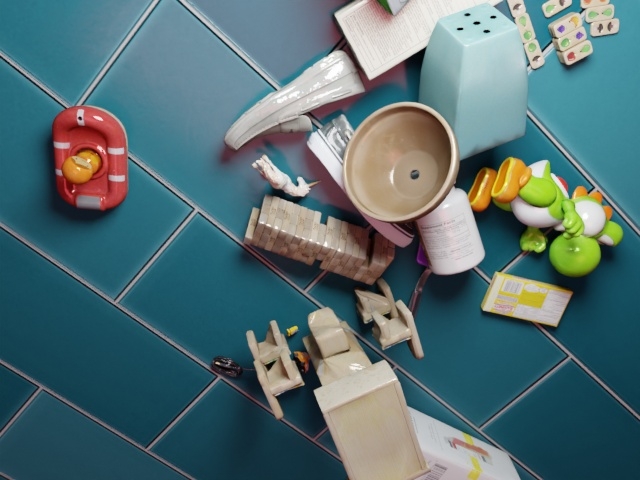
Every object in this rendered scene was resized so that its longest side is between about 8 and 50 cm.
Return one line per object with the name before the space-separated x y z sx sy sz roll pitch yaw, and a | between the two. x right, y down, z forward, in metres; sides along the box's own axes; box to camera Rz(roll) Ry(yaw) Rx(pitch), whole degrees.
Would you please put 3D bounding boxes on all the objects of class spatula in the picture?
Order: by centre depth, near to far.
spatula | 0.251 0.110 1.384 0.084 0.030 0.297 12 112 -10

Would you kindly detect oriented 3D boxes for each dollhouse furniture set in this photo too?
dollhouse furniture set | 0.066 0.326 1.252 0.361 0.394 0.257 -22 113 -6

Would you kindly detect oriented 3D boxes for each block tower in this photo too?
block tower | 0.000 0.000 1.279 0.335 0.091 0.097 18 141 -9

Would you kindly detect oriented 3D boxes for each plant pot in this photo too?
plant pot | 0.290 -0.311 1.073 0.165 0.166 0.234 -22 140 -6
plant pot | 0.171 -0.145 1.117 0.237 0.237 0.109 -48 151 16

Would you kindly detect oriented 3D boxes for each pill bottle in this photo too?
pill bottle | 0.276 -0.050 1.260 0.131 0.131 0.229 -20 105 6

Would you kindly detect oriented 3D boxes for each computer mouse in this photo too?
computer mouse | -0.165 0.343 1.448 0.241 0.041 0.071 8 121 2

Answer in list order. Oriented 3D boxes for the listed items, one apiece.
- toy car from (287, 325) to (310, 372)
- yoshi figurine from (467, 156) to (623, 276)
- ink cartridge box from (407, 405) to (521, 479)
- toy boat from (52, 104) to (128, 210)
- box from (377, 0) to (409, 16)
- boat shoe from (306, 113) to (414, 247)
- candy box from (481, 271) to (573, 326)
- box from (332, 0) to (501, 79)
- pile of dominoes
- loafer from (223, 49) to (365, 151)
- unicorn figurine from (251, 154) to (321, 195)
toy car | -0.048 0.277 1.432 0.040 0.060 0.122 -24 123 -26
yoshi figurine | 0.515 -0.031 1.262 0.362 0.204 0.203 23 126 -14
ink cartridge box | 0.316 0.666 1.551 0.384 0.160 0.279 28 109 -13
toy boat | -0.493 -0.163 1.174 0.150 0.151 0.231 4 113 -5
box | 0.116 -0.577 0.972 0.231 0.126 0.262 -43 74 11
boat shoe | 0.116 -0.128 1.230 0.119 0.121 0.335 -39 109 13
candy box | 0.521 0.149 1.414 0.205 0.027 0.105 13 114 -7
box | 0.191 -0.460 1.092 0.311 0.121 0.148 -28 110 9
pile of dominoes | 0.491 -0.491 1.137 0.195 0.040 0.251 -27 112 9
loafer | -0.056 -0.270 1.169 0.319 0.112 0.112 -31 102 10
unicorn figurine | -0.086 -0.137 1.235 0.111 0.162 0.060 41 113 11
